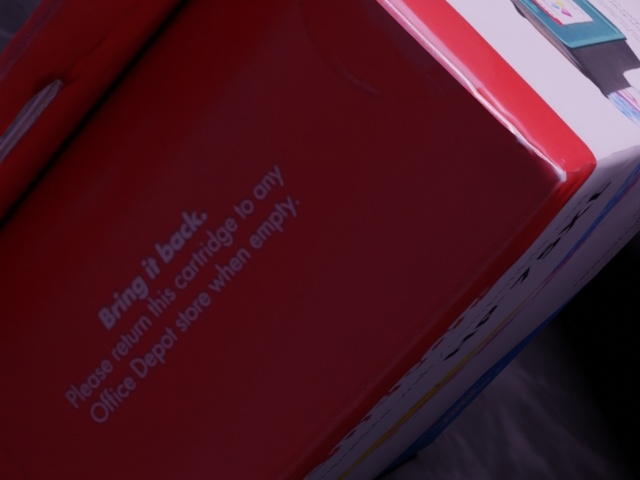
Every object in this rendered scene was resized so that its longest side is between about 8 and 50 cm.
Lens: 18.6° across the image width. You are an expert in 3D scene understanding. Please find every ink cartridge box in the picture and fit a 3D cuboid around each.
[{"bbox_3d":[0.000,0.000,0.411,0.078,0.134,0.231,46,22,11],"label":"ink cartridge box"}]
